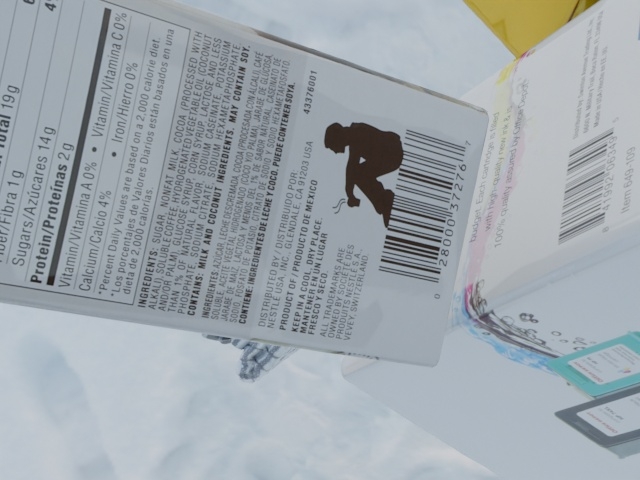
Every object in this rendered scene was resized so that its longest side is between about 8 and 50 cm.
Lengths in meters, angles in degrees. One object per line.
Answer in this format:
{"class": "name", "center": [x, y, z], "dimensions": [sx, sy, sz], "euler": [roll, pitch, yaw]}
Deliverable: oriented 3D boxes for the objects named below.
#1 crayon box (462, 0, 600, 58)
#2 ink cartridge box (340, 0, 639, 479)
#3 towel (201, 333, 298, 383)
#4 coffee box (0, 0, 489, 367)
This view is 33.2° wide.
{"class": "crayon box", "center": [0.198, -0.221, 0.843], "dimensions": [0.323, 0.203, 0.083], "euler": [57, 138, 36]}
{"class": "ink cartridge box", "center": [0.182, 0.003, 0.601], "dimensions": [0.270, 0.197, 0.198], "euler": [-32, 33, 46]}
{"class": "towel", "center": [0.000, 0.000, 1.125], "dimensions": [0.121, 0.235, 0.283], "euler": [44, 102, 7]}
{"class": "coffee box", "center": [-0.103, -0.034, 0.435], "dimensions": [0.168, 0.297, 0.119], "euler": [10, 88, 56]}
